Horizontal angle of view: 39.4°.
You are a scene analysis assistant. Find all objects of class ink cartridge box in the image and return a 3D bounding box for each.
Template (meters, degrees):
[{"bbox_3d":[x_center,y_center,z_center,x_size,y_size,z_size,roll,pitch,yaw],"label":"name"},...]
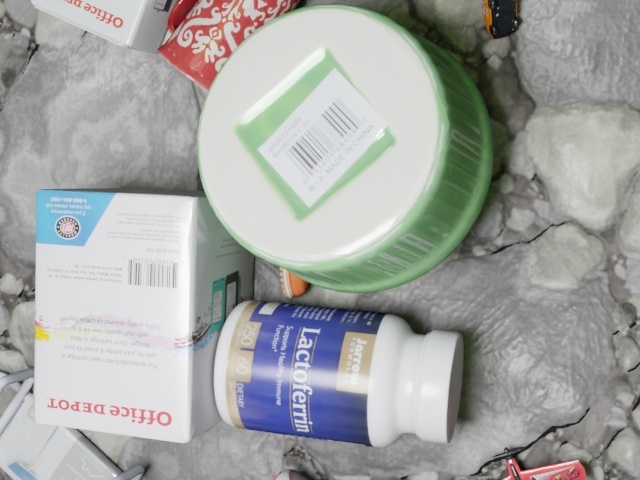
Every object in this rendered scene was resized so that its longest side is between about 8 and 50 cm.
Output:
[{"bbox_3d":[-0.203,0.076,1.063,0.198,0.197,0.270,4,95,15],"label":"ink cartridge box"},{"bbox_3d":[-0.243,-0.354,1.101,0.153,0.087,0.208,27,100,13],"label":"ink cartridge box"}]

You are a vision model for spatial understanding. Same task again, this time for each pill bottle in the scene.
[{"bbox_3d":[0.024,0.154,1.027,0.265,0.153,0.153,4,95,15],"label":"pill bottle"}]

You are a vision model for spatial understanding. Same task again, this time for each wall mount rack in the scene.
[{"bbox_3d":[-0.401,0.350,1.176,0.350,0.130,0.304,38,103,11],"label":"wall mount rack"}]

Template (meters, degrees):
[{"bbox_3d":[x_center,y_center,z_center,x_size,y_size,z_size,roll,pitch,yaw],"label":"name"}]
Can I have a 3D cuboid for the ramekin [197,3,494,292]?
[{"bbox_3d":[0.019,-0.098,0.943,0.303,0.148,0.303,-2,84,21],"label":"ramekin"}]

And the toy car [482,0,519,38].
[{"bbox_3d":[0.230,-0.282,1.005,0.122,0.060,0.040,-35,39,-1],"label":"toy car"}]

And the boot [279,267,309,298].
[{"bbox_3d":[0.000,0.000,1.073,0.085,0.059,0.158,15,97,10],"label":"boot"}]

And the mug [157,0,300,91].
[{"bbox_3d":[-0.112,-0.271,1.059,0.150,0.113,0.169,39,100,8],"label":"mug"}]

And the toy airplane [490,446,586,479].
[{"bbox_3d":[0.248,0.308,1.036,0.151,0.028,0.151,2,95,17],"label":"toy airplane"}]

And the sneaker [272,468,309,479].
[{"bbox_3d":[0.061,0.333,1.063,0.252,0.103,0.111,28,97,6],"label":"sneaker"}]
